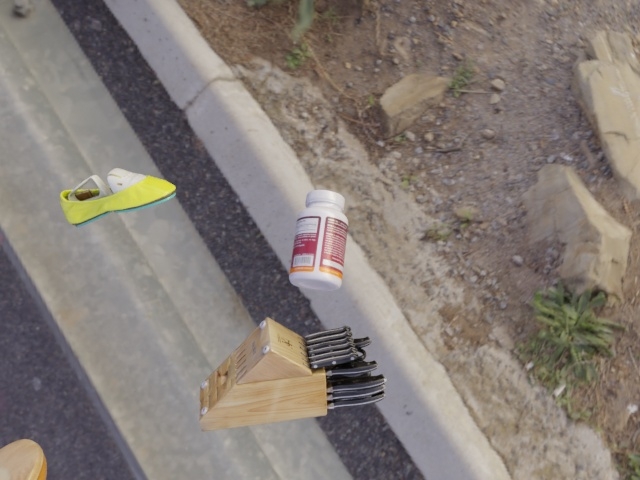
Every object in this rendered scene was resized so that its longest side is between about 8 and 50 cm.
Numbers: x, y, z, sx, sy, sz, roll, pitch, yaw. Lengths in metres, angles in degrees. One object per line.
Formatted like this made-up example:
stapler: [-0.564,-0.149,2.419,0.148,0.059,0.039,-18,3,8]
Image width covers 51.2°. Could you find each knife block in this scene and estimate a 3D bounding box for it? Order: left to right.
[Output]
knife block: [-0.037,0.251,1.133,0.242,0.088,0.275,36,109,-25]

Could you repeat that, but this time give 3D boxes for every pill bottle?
pill bottle: [0.000,0.000,1.085,0.086,0.086,0.152,-2,70,28]

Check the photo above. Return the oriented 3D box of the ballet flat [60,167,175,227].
ballet flat: [-0.355,-0.081,1.139,0.231,0.077,0.077,-12,112,26]

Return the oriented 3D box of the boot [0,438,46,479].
boot: [-0.313,0.375,0.691,0.104,0.211,0.295,6,61,38]
